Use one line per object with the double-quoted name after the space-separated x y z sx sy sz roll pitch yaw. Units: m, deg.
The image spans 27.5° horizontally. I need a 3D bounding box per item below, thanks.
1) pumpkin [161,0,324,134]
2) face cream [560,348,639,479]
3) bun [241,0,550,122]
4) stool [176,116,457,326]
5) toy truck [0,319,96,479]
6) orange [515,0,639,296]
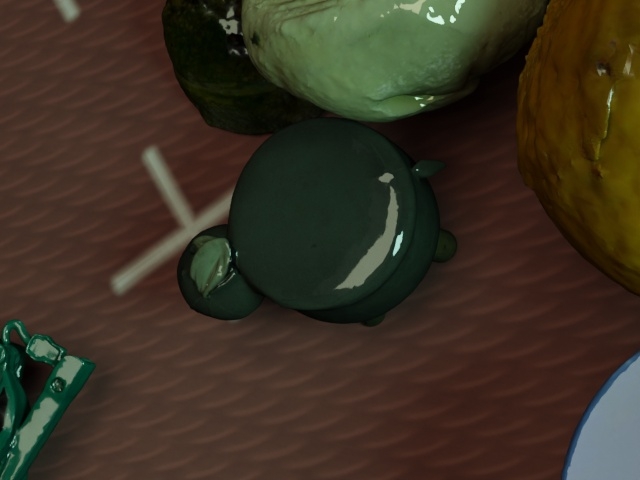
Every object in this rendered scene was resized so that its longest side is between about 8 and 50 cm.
-0.021 -0.211 1.139 0.278 0.111 0.163 -41 70 8 "pumpkin"
0.291 0.184 0.848 0.249 0.225 0.249 -5 75 19 "face cream"
0.077 -0.190 1.015 0.259 0.160 0.259 -24 37 20 "bun"
-0.001 -0.009 1.063 0.228 0.139 0.153 -3 76 23 "stool"
-0.345 0.233 1.138 0.178 0.176 0.364 22 85 13 "toy truck"
0.293 -0.112 0.860 0.293 0.340 0.341 24 87 0 "orange"
